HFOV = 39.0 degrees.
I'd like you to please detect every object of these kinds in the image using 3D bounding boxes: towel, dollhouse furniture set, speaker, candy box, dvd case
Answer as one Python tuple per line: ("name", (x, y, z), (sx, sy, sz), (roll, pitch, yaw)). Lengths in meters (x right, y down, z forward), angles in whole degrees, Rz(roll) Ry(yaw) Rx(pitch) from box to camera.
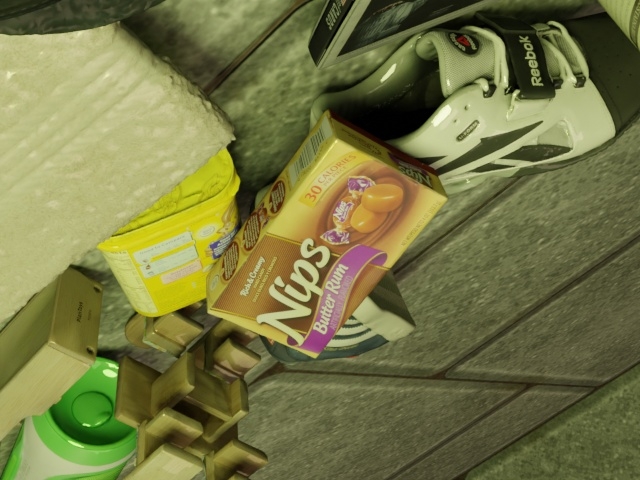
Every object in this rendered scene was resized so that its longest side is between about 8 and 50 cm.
("towel", (-0.212, -0.043, 0.586), (0.282, 0.049, 0.187), (-35, 139, 12))
("dollhouse furniture set", (-0.187, 0.156, 0.845), (0.242, 0.212, 0.161), (33, 117, -30))
("speaker", (-0.286, 0.250, 1.009), (0.131, 0.131, 0.296), (-8, 148, -35))
("candy box", (0.000, 0.000, 0.723), (0.109, 0.053, 0.187), (26, 116, -24))
("dvd case", (0.092, -0.184, 0.587), (0.179, 0.030, 0.238), (-23, 179, -10))

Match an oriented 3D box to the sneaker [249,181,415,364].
("sneaker", (-0.016, 0.057, 0.924), (0.148, 0.131, 0.350), (-27, 151, 10))

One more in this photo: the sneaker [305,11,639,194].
("sneaker", (0.144, -0.124, 0.746), (0.330, 0.122, 0.146), (-24, 151, -1))

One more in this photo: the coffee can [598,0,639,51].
("coffee can", (0.316, -0.184, 0.631), (0.201, 0.275, 0.201), (-23, 154, -12))

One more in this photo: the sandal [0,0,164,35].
("sandal", (-0.190, -0.149, 0.352), (0.445, 0.107, 0.168), (-8, 134, -40))

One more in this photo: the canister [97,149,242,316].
("canister", (-0.125, -0.008, 0.755), (0.126, 0.073, 0.170), (-23, 155, -10))
